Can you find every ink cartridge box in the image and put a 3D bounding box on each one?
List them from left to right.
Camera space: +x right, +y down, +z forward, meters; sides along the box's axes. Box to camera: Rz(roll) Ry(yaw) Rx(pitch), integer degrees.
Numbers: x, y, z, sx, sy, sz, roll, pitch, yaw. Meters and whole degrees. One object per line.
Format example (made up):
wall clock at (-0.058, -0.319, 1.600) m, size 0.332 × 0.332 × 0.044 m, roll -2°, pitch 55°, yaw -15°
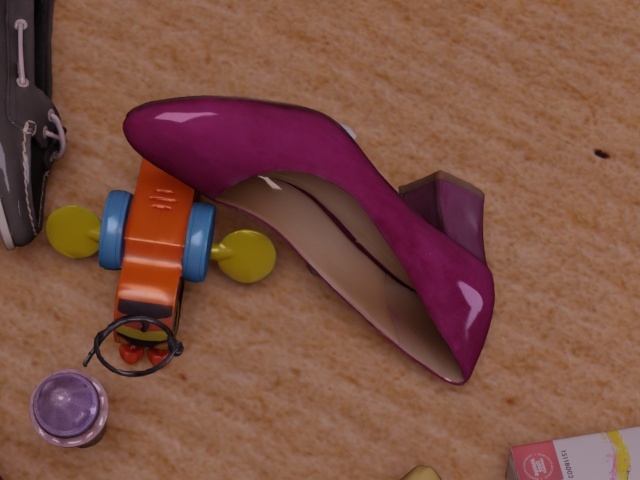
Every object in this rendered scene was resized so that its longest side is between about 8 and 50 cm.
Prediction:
ink cartridge box at (0.272, 0.227, 1.315) m, size 0.198 × 0.067 × 0.115 m, roll -9°, pitch 55°, yaw -5°

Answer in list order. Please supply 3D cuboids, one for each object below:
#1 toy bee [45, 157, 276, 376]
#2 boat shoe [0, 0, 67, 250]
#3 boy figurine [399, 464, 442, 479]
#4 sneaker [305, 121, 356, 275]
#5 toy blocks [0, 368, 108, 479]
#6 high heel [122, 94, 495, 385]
toy bee at (-0.158, 0.028, 1.336) m, size 0.195 × 0.162 × 0.298 m, roll 25°, pitch 51°, yaw 12°
boat shoe at (-0.269, -0.155, 1.369) m, size 0.095 × 0.112 × 0.335 m, roll -10°, pitch 68°, yaw -6°
boy figurine at (0.059, 0.335, 1.283) m, size 0.177 × 0.092 × 0.285 m, roll 2°, pitch 73°, yaw 13°
sneaker at (0.008, -0.042, 1.394) m, size 0.061 × 0.054 × 0.152 m, roll 1°, pitch 75°, yaw -5°
toy blocks at (-0.365, 0.120, 1.229) m, size 0.309 × 0.260 × 0.288 m, roll -35°, pitch 81°, yaw -10°
high heel at (0.000, 0.000, 1.281) m, size 0.377 × 0.127 × 0.181 m, roll 15°, pitch 65°, yaw -28°
